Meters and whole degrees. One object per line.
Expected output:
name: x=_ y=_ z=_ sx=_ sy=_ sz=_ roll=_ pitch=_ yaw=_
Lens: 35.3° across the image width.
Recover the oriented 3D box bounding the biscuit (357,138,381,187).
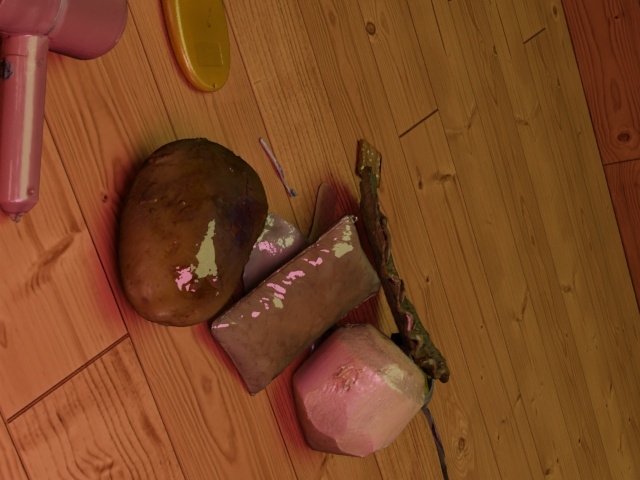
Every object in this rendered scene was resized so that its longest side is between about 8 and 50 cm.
biscuit: x=0.102 y=-0.160 z=2.092 sx=0.081 sy=0.018 sz=0.083 roll=32 pitch=55 yaw=-50

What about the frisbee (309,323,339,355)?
frisbee: x=0.013 y=0.195 z=1.857 sx=0.110 sy=0.014 sz=0.110 roll=22 pitch=63 yaw=-55

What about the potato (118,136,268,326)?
potato: x=-0.185 y=-0.015 z=1.445 sx=0.210 sy=0.173 sz=0.307 roll=53 pitch=38 yaw=-40

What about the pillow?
pillow: x=-0.029 y=0.103 z=1.627 sx=0.302 sy=0.075 sz=0.185 roll=-40 pitch=132 yaw=-15

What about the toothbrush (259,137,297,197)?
toothbrush: x=-0.076 y=-0.130 z=1.803 sx=0.131 sy=0.013 sz=0.011 roll=59 pitch=32 yaw=-26

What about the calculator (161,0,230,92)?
calculator: x=-0.201 y=-0.359 z=1.643 sx=0.146 sy=0.032 sz=0.235 roll=-17 pitch=98 yaw=-59

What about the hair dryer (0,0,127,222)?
hair dryer: x=-0.365 y=-0.196 z=1.284 sx=0.210 sy=0.125 sz=0.352 roll=8 pitch=85 yaw=-59

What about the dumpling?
dumpling: x=-0.072 y=0.051 z=1.698 sx=0.216 sy=0.149 sz=0.105 roll=48 pitch=6 yaw=-48

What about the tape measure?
tape measure: x=0.188 y=0.349 z=2.030 sx=0.164 sy=0.084 sz=0.330 roll=7 pitch=76 yaw=-56

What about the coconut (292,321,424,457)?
coconut: x=0.057 y=0.269 z=1.727 sx=0.234 sy=0.224 sz=0.224 roll=-46 pitch=134 yaw=-1

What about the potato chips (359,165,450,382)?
potato chips: x=0.143 y=0.065 z=1.885 sx=0.429 sy=0.070 sz=0.358 roll=-106 pitch=176 yaw=-52

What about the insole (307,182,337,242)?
insole: x=0.000 y=0.000 z=1.891 sx=0.081 sy=0.011 sz=0.248 roll=43 pitch=47 yaw=-44
